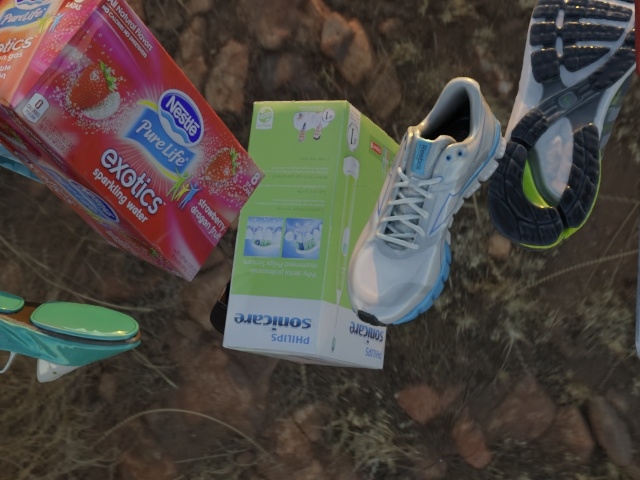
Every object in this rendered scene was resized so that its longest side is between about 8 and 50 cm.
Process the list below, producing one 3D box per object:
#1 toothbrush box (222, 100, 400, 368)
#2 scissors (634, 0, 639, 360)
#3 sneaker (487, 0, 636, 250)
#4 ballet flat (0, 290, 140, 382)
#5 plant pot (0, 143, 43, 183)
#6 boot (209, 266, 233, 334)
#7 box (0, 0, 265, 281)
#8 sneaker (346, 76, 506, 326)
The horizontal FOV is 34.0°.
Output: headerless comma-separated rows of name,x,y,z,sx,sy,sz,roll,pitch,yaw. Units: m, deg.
toothbrush box,0.000,0.000,1.227,0.122,0.206,0.283,1,80,24
scissors,0.196,-0.086,0.597,0.021,0.109,0.297,-1,97,32
sneaker,0.224,-0.124,0.961,0.111,0.121,0.300,22,79,11
ballet flat,-0.309,0.102,1.105,0.247,0.083,0.087,12,110,4
plant pot,-0.294,-0.160,1.281,0.290,0.290,0.195,21,85,10
boot,-0.038,-0.013,1.547,0.096,0.264,0.280,31,48,-1
box,-0.177,-0.093,0.893,0.123,0.257,0.128,21,69,38
sneaker,0.066,-0.033,0.720,0.071,0.083,0.190,17,68,22
